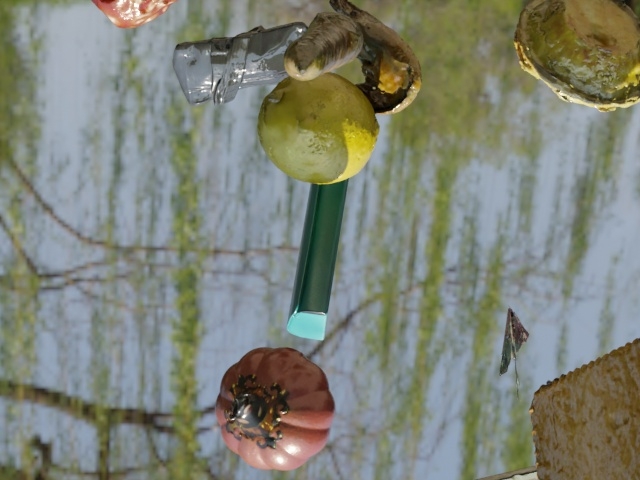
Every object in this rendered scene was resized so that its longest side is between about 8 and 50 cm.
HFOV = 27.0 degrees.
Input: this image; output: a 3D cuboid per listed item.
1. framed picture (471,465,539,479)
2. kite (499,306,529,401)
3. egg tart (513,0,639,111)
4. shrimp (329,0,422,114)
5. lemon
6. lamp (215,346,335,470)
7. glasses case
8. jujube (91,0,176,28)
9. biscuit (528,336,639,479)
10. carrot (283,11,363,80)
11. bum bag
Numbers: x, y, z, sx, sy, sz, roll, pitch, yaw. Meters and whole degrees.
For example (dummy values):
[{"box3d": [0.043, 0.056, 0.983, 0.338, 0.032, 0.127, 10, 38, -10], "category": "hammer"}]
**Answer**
[{"box3d": [0.260, 0.372, 1.653, 0.281, 0.209, 0.019, -10, -158, -7], "category": "framed picture"}, {"box3d": [0.284, 0.166, 1.946, 0.011, 0.157, 0.139, 2, -160, 29], "category": "kite"}, {"box3d": [0.370, -0.272, 1.828, 0.212, 0.090, 0.213, 9, -125, -13], "category": "egg tart"}, {"box3d": [0.053, -0.298, 2.053, 0.262, 0.117, 0.066, 46, -171, 31], "category": "shrimp"}, {"box3d": [-0.002, -0.168, 2.000, 0.173, 0.173, 0.206, 22, -173, 33], "category": "lemon"}, {"box3d": [-0.069, 0.240, 1.904, 0.182, 0.182, 0.140, 16, -173, 24], "category": "lamp"}, {"box3d": [-0.001, -0.001, 2.151, 0.070, 0.117, 0.301, 10, -117, 1], "category": "glasses case"}, {"box3d": [-0.303, -0.494, 2.405, 0.174, 0.250, 0.174, 43, -175, -5], "category": "jujube"}, {"box3d": [0.292, 0.237, 1.395, 0.013, 0.237, 0.232, 8, -115, -23], "category": "biscuit"}, {"box3d": [0.005, -0.222, 1.520, 0.070, 0.070, 0.342, 8, -167, 7], "category": "carrot"}, {"box3d": [-0.119, -0.296, 2.204, 0.248, 0.123, 0.060, -13, -142, 2], "category": "bum bag"}]
